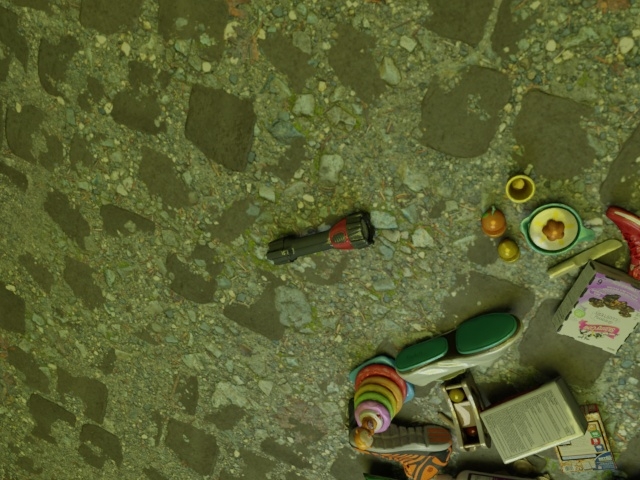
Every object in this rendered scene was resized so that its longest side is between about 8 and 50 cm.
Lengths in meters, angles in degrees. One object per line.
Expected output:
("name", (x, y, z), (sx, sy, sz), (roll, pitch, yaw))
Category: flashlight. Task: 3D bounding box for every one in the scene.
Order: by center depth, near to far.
("flashlight", (0.000, 0.000, 1.549), (0.303, 0.103, 0.103), (-14, 140, 28))

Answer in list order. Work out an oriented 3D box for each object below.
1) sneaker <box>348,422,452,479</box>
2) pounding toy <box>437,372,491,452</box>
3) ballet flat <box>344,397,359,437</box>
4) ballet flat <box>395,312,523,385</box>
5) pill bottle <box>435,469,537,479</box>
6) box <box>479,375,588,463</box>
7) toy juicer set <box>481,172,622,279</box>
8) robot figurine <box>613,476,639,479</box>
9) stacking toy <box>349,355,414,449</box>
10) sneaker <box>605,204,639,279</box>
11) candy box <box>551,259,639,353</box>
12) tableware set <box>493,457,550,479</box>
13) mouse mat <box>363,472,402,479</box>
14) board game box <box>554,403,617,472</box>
("sneaker", (0.246, 0.675, 1.702), (0.320, 0.125, 0.180), (3, 115, 4))
("pounding toy", (0.401, 0.527, 1.592), (0.154, 0.154, 0.270), (-19, 104, 24))
("ballet flat", (0.113, 0.590, 1.771), (0.074, 0.074, 0.203), (8, 120, 16))
("ballet flat", (0.399, 0.315, 1.536), (0.400, 0.139, 0.139), (-29, 100, 31))
("pill bottle", (0.500, 0.788, 1.641), (0.301, 0.169, 0.169), (-2, 111, 24))
("box", (0.585, 0.490, 1.500), (0.232, 0.126, 0.149), (-33, 71, 25))
("toy juicer set", (0.551, -0.001, 1.355), (0.329, 0.089, 0.209), (36, 114, -1))
("robot figurine", (0.907, 0.770, 1.508), (0.173, 0.209, 0.278), (16, 123, -31))
("stacking toy", (0.153, 0.488, 1.576), (0.165, 0.302, 0.175), (-35, 96, 27))
("sneaker", (0.751, 0.019, 1.296), (0.221, 0.087, 0.128), (33, 109, 5))
("candy box", (0.711, 0.169, 1.374), (0.164, 0.070, 0.196), (20, 117, 0))
("tableware set", (0.622, 0.742, 1.682), (0.141, 0.020, 0.169), (44, 120, 1))
("mouse mat", (0.240, 0.805, 1.801), (0.189, 0.007, 0.153), (5, 145, 19))
("board game box", (0.739, 0.567, 1.555), (0.146, 0.045, 0.194), (-16, 105, 24))
